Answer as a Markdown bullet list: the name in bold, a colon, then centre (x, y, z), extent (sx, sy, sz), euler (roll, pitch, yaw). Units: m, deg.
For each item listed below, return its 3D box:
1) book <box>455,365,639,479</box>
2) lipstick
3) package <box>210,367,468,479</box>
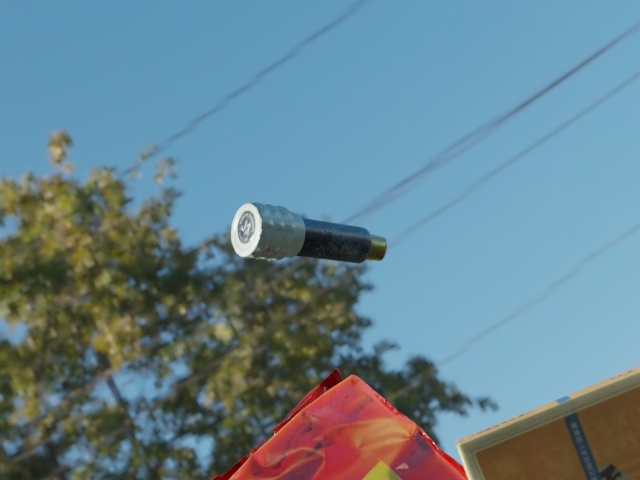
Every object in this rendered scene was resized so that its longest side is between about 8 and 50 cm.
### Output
- **book**: centre (0.249, 0.195, 1.147), extent (0.242, 0.170, 0.018), euler (-22, 5, -4)
- **lipstick**: centre (0.000, 0.000, 0.920), extent (0.116, 0.037, 0.037), euler (9, -42, -34)
- **package**: centre (0.099, 0.304, 1.294), extent (0.196, 0.423, 0.123), euler (-43, -31, -19)
